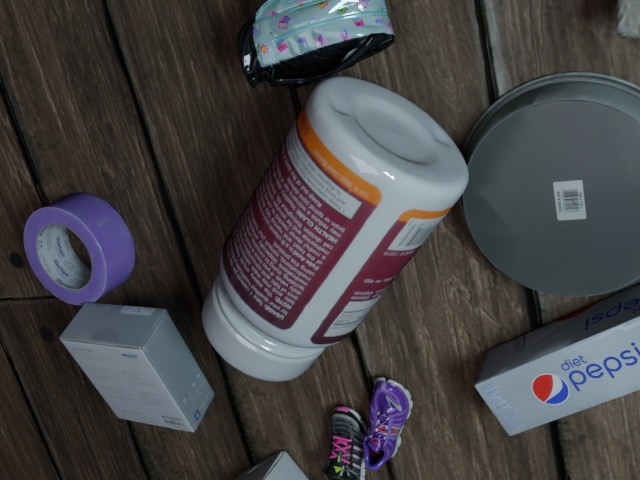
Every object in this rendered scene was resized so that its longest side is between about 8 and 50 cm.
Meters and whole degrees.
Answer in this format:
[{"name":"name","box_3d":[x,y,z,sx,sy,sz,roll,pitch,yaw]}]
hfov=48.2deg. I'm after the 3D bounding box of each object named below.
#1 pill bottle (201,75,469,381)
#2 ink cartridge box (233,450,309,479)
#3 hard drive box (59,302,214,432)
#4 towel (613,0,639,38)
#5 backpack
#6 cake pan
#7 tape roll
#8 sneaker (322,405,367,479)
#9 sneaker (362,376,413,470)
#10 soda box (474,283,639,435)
[{"name":"pill bottle","box_3d":[0.000,0.000,0.964,0.224,0.224,0.392,39,123,7]},{"name":"ink cartridge box","box_3d":[-0.065,0.517,1.307,0.219,0.092,0.160,50,124,-1]},{"name":"hard drive box","box_3d":[-0.318,0.225,1.265,0.181,0.089,0.232,3,133,25]},{"name":"towel","box_3d":[0.372,-0.331,0.656,0.187,0.049,0.283,19,109,54]},{"name":"backpack","box_3d":[-0.001,-0.263,0.900,0.181,0.152,0.115,-14,101,26]},{"name":"cake pan","box_3d":[0.306,-0.056,0.882,0.293,0.054,0.293,11,116,23]},{"name":"tape roll","box_3d":[-0.431,0.015,1.281,0.188,0.080,0.189,12,117,23]},{"name":"sneaker","box_3d":[0.039,0.359,1.193,0.063,0.075,0.171,8,115,24]},{"name":"sneaker","box_3d":[0.102,0.295,1.135,0.068,0.071,0.170,13,117,22]},{"name":"soda box","box_3d":[0.347,0.149,0.925,0.286,0.098,0.091,-33,96,35]}]
